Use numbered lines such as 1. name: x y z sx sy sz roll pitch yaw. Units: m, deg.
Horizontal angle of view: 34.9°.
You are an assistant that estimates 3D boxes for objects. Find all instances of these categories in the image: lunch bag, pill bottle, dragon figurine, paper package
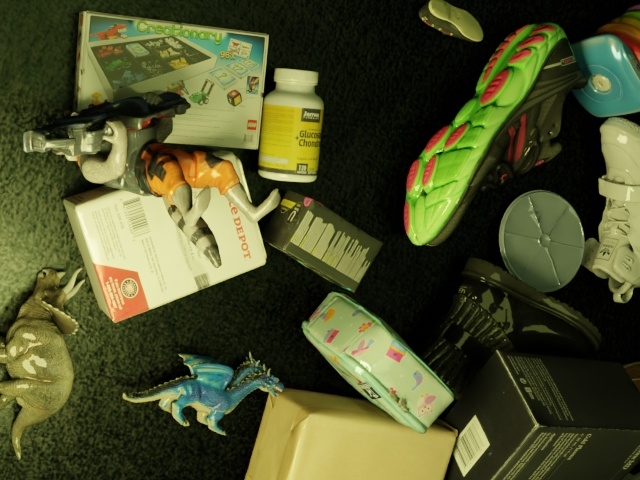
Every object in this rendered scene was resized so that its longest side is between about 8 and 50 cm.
1. lunch bag: 0.098 0.216 1.758 0.108 0.279 0.224 -44 116 -7
2. pill bottle: -0.048 -0.194 1.712 0.103 0.103 0.184 1 99 -25
3. dragon figurine: -0.202 0.240 1.729 0.289 0.085 0.144 22 88 -31
4. paper package: 0.043 0.445 1.839 0.324 0.168 0.310 14 93 -27

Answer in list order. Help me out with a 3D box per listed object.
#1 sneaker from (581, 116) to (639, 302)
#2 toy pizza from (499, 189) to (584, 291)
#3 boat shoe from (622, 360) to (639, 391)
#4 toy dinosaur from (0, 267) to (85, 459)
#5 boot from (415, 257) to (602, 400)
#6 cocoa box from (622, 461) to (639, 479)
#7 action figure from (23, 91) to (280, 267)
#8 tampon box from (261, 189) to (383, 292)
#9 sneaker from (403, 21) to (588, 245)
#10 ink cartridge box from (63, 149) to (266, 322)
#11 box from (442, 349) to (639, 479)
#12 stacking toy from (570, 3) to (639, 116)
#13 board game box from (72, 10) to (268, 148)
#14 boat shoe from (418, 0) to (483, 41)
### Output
1. sneaker: 0.605 -0.052 2.024 0.210 0.137 0.366 -38 116 -17
2. toy pizza: 0.432 0.001 2.002 0.201 0.032 0.201 2 85 -23
3. boat shoe: 0.746 0.330 2.173 0.324 0.116 0.123 4 98 -26
4. toy dinosaur: -0.451 0.203 1.590 0.160 0.121 0.314 0 96 -11
5. boot: 0.357 0.218 1.960 0.347 0.131 0.260 29 80 -16
6. cocoa box: 0.818 0.552 2.183 0.347 0.231 0.228 -19 108 -20
7. action figure: -0.272 -0.098 1.463 0.341 0.330 0.179 -23 134 -53
8. tampon box: 0.000 0.000 1.761 0.161 0.120 0.101 33 86 -26
9. sneaker: 0.332 -0.173 1.851 0.202 0.185 0.483 40 83 -21
10. ink cartridge box: -0.248 -0.014 1.646 0.272 0.114 0.197 -20 107 -20
11. box: 0.396 0.391 1.900 0.312 0.179 0.343 10 128 -29
12. stacking toy: 0.618 -0.393 1.981 0.302 0.165 0.175 -47 112 -26
13. board game box: -0.240 -0.254 1.639 0.305 0.053 0.193 2 99 -25
14. boat shoe: 0.238 -0.396 1.846 0.133 0.042 0.049 22 65 -27
